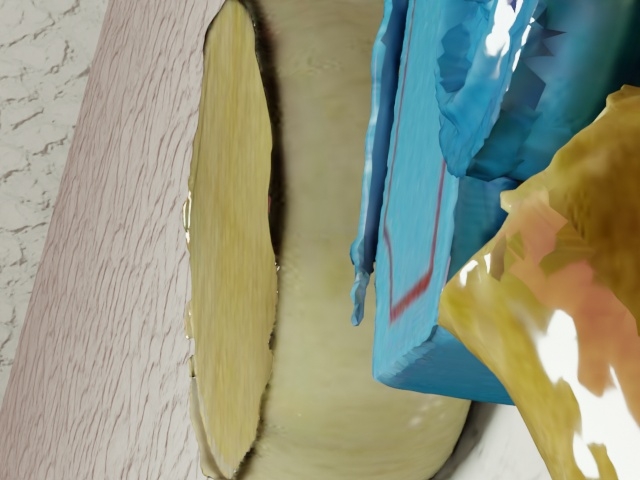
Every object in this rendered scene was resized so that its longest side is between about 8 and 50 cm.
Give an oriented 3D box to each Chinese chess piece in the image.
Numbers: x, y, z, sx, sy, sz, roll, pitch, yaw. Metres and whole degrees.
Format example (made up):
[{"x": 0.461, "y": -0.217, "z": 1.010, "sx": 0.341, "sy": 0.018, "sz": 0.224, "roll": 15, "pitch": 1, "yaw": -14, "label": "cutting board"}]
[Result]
[{"x": 0.000, "y": 0.000, "z": 0.928, "sx": 0.257, "sy": 0.104, "sz": 0.257, "roll": -178, "pitch": 90, "yaw": -77, "label": "Chinese chess piece"}]

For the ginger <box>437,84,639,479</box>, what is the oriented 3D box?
[{"x": 0.110, "y": 0.153, "z": 0.282, "sx": 0.236, "sy": 0.166, "sz": 0.375, "roll": 170, "pitch": 87, "yaw": -69, "label": "ginger"}]

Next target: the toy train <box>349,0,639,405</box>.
[{"x": 0.110, "y": -0.094, "z": 0.516, "sx": 0.265, "sy": 0.188, "sz": 0.300, "roll": 126, "pitch": 153, "yaw": -75, "label": "toy train"}]
